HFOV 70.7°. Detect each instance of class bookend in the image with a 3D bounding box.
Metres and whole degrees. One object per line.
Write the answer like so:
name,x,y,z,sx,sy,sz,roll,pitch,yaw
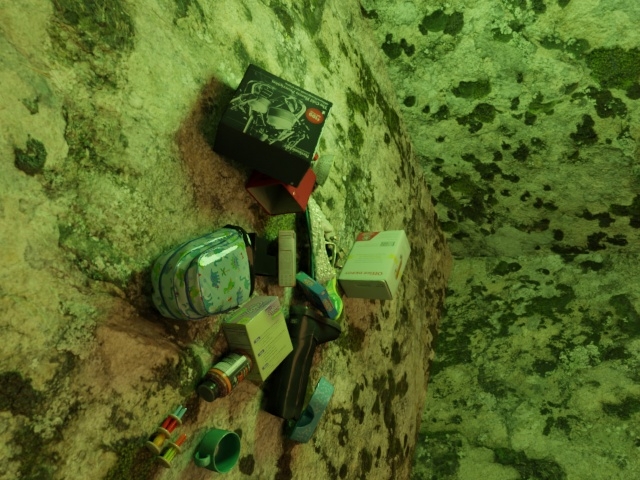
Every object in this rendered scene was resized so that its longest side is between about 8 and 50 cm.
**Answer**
bookend,-0.238,0.058,1.772,0.156,0.072,0.157,15,74,-58

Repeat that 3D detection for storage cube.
storage cube,-0.155,-0.237,1.827,0.215,0.184,0.193,51,46,-44

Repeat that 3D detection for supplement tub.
supplement tub,-0.330,0.469,1.557,0.198,0.106,0.106,-38,119,-53

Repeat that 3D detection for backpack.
backpack,-0.362,0.116,1.433,0.356,0.274,0.289,-12,104,-46

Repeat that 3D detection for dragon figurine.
dragon figurine,0.034,0.039,2.206,0.289,0.144,0.085,53,43,-15

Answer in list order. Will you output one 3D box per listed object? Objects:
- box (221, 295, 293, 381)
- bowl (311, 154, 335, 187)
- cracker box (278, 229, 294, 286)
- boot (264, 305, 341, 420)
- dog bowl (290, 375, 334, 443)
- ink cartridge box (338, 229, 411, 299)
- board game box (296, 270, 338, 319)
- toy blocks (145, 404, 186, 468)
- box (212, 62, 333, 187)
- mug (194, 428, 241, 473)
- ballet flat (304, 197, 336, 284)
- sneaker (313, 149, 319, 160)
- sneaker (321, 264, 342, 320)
box,-0.233,0.366,1.712,0.213,0.117,0.242,-39,121,-53
bowl,0.002,-0.346,2.169,0.170,0.080,0.170,-160,-90,-82
cracker box,-0.138,0.077,1.879,0.156,0.067,0.232,83,7,-85
boot,-0.062,0.546,1.948,0.367,0.146,0.444,37,56,-48
dog bowl,-0.031,0.724,1.912,0.297,0.074,0.166,-64,174,6
ink cartridge box,0.298,0.131,2.450,0.384,0.279,0.160,-60,137,-41
board game box,-0.020,0.240,1.993,0.047,0.210,0.160,-36,123,-17
toy blocks,-0.453,0.601,1.392,0.148,0.054,0.123,-52,130,-47
box,-0.169,-0.419,1.659,0.344,0.179,0.312,23,61,-10
mug,-0.353,0.695,1.506,0.157,0.098,0.129,50,47,-43
ballet flat,0.000,0.000,2.073,0.147,0.147,0.408,-1,84,-59
sneaker,-0.111,-0.395,2.024,0.279,0.107,0.118,13,95,-54
sneaker,0.019,0.245,2.130,0.124,0.109,0.295,15,51,-39
